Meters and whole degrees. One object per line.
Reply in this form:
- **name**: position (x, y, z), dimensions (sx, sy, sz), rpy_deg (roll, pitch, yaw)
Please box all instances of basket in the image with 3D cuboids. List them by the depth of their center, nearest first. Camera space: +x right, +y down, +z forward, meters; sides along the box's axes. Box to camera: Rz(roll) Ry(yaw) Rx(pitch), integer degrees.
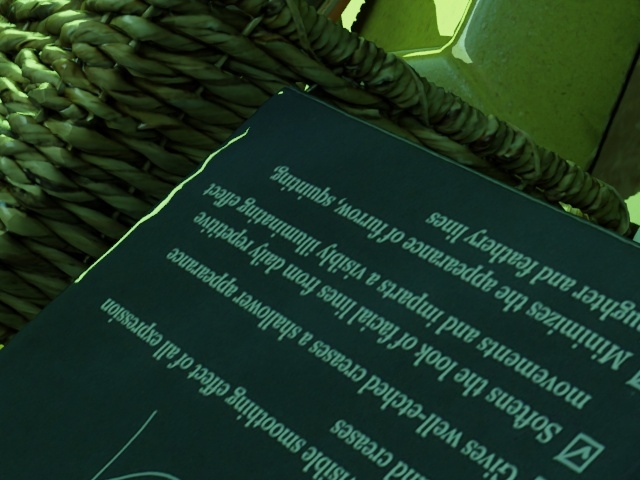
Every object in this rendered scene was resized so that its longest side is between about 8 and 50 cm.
- **basket**: position (-0.031, -0.039, 0.954), dimensions (0.223, 0.299, 0.213), rpy_deg (-54, 26, 19)

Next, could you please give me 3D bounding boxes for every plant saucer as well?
- **plant saucer**: position (0.087, -0.189, 1.133), dimensions (0.332, 0.081, 0.333), rpy_deg (2, 67, 61)

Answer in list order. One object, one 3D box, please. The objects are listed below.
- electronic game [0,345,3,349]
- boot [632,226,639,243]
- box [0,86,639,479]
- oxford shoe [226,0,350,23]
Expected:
- **electronic game**: position (-0.227, 0.069, 1.162), dimensions (0.229, 0.048, 0.229), rpy_deg (-42, 32, 34)
- **boot**: position (0.207, -0.007, 0.701), dimensions (0.258, 0.095, 0.123), rpy_deg (116, 148, -50)
- **box**: position (-0.027, 0.177, 0.655), dimensions (0.395, 0.212, 0.293), rpy_deg (-43, 35, -12)
- **oxford shoe**: position (-0.095, -0.119, 1.110), dimensions (0.271, 0.098, 0.097), rpy_deg (-34, 29, -5)
